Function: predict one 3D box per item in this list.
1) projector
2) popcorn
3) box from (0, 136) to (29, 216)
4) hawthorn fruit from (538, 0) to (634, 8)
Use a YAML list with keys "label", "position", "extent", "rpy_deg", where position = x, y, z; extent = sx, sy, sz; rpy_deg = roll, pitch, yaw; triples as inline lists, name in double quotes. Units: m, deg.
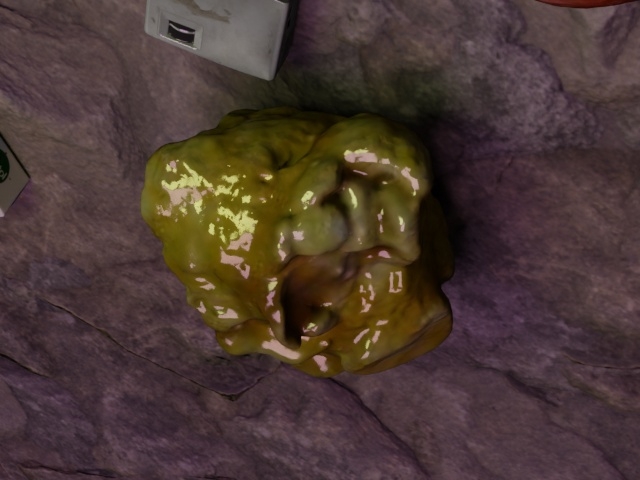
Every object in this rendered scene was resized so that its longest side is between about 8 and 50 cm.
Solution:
- label: "projector"
  position: [-0.097, -0.240, 1.640]
  extent: [0.147, 0.061, 0.115]
  rpy_deg: [22, 139, 7]
- label: "popcorn"
  position: [-0.005, -0.011, 1.717]
  extent: [0.292, 0.293, 0.334]
  rpy_deg: [-29, 155, 6]
- label: "box"
  position: [-0.465, -0.117, 1.969]
  extent: [0.139, 0.073, 0.194]
  rpy_deg: [-4, 131, 33]
- label: "hawthorn fruit"
  position: [0.204, -0.307, 1.245]
  extent: [0.284, 0.284, 0.284]
  rpy_deg: [16, 139, 14]
